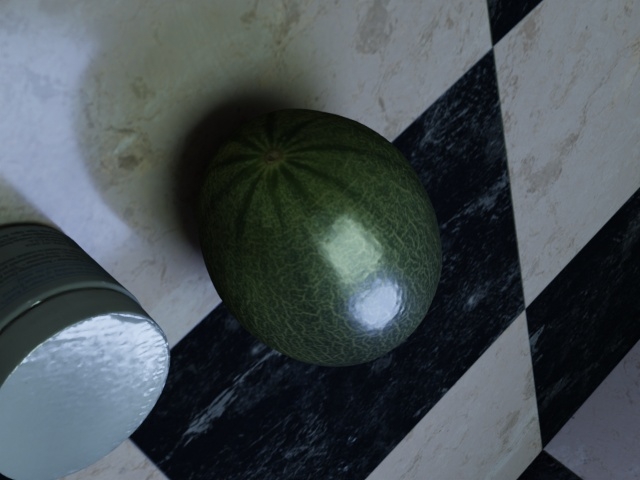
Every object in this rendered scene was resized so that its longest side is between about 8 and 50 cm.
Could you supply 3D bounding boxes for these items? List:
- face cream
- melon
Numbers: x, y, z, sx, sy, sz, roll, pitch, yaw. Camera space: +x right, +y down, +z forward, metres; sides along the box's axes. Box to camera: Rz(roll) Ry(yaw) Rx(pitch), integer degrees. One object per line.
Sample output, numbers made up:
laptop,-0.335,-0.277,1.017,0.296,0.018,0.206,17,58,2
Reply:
face cream,-0.244,0.094,0.824,0.177,0.153,0.177,-29,138,-30
melon,0.000,0.000,0.961,0.237,0.237,0.302,-47,144,-10
